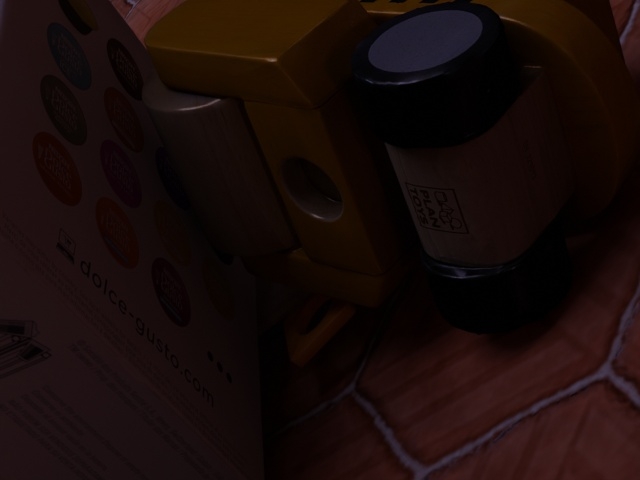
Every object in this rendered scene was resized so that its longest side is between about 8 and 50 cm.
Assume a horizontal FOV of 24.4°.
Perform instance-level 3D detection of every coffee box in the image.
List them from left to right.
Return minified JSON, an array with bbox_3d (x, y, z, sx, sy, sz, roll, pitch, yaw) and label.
[{"bbox_3d":[-0.270,0.023,1.077,0.338,0.337,0.334,-22,42,17],"label":"coffee box"}]

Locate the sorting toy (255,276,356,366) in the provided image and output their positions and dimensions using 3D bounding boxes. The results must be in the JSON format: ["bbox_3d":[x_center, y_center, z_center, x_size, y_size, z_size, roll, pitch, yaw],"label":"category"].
[{"bbox_3d":[0.000,0.000,1.220,0.196,0.047,0.347,-41,24,26],"label":"sorting toy"}]

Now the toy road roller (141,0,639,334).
[{"bbox_3d":[0.066,-0.096,1.017,0.329,0.202,0.240,10,44,40],"label":"toy road roller"}]
